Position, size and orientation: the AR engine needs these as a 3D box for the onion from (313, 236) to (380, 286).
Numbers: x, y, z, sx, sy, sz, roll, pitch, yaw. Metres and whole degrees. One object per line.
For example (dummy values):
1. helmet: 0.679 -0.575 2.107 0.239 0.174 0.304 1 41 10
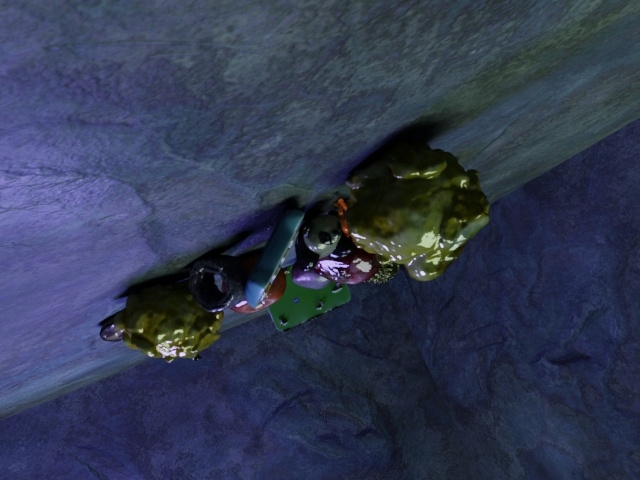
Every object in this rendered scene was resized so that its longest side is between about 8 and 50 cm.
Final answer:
1. onion: 0.079 0.023 1.794 0.252 0.219 0.252 6 156 3

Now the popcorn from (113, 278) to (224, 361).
1. popcorn: -0.403 0.212 1.538 0.252 0.215 0.286 13 -174 29

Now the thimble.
1. thimble: -0.263 0.108 1.491 0.150 0.150 0.098 -29 173 28

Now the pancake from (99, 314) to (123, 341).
1. pancake: -0.546 0.236 1.790 0.294 0.049 0.294 -27 170 -5

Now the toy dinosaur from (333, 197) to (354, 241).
1. toy dinosaur: 0.078 -0.053 1.562 0.070 0.117 0.288 -24 174 -1

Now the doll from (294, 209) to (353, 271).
1. doll: -0.002 0.001 1.521 0.143 0.135 0.234 -22 179 -8

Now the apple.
1. apple: -0.204 0.124 1.729 0.201 0.162 0.201 -18 160 -7

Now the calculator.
1. calculator: -0.117 0.051 1.447 0.256 0.054 0.386 -63 178 -13

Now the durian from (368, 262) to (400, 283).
1. durian: 0.197 0.022 2.035 0.291 0.224 0.291 -58 170 -17

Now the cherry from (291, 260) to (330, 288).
1. cherry: -0.027 0.115 2.195 0.176 0.140 0.176 -1 162 0

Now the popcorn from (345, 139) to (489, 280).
1. popcorn: 0.207 -0.080 1.286 0.312 0.312 0.312 -24 171 -4

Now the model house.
1. model house: -0.075 0.188 2.421 0.357 0.242 0.313 -25 -173 -7
